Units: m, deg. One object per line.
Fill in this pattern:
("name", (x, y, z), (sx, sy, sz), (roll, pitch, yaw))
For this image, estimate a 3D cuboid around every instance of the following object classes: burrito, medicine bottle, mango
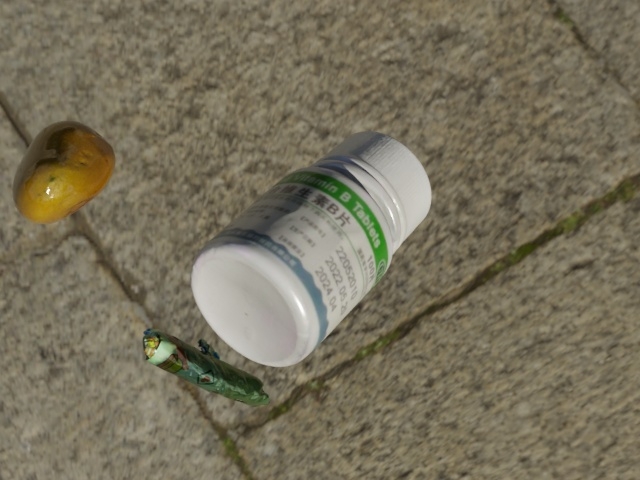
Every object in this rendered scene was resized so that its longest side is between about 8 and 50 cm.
("burrito", (-0.200, 0.212, 1.860), (0.288, 0.054, 0.104), (32, 23, -34))
("medicine bottle", (0.000, 0.000, 1.016), (0.139, 0.139, 0.237), (42, 51, 7))
("mango", (-0.199, -0.051, 0.821), (0.080, 0.114, 0.060), (-41, 113, 8))
